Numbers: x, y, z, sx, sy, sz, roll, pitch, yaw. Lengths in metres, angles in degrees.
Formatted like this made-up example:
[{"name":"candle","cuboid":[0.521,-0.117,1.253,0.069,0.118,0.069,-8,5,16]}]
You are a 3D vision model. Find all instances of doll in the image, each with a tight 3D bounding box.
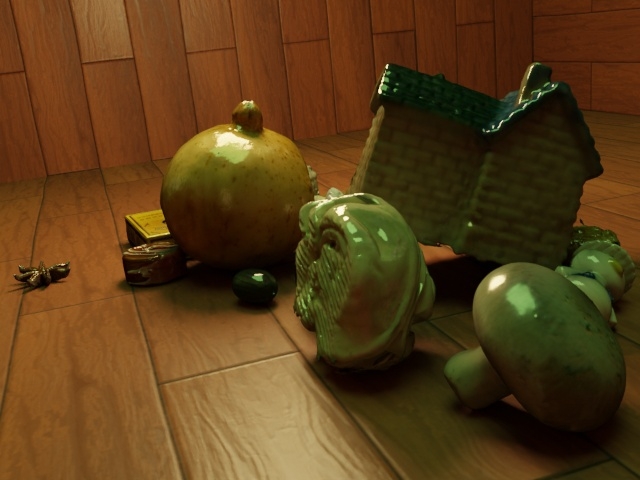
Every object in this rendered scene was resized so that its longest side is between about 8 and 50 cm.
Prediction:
[{"name":"doll","cuboid":[0.482,0.084,1.252,0.138,0.119,0.293,46,36,11]}]

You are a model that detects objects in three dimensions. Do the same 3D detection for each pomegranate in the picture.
[{"name":"pomegranate","cuboid":[-0.192,-0.131,1.684,0.410,0.410,0.410,-5,16,2]}]

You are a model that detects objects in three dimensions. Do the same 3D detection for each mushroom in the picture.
[{"name":"mushroom","cuboid":[0.281,0.160,0.962,0.243,0.243,0.243,-5,16,2]}]

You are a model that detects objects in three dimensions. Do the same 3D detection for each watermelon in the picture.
[{"name":"watermelon","cuboid":[-0.137,0.097,1.488,0.110,0.078,0.078,7,20,35]}]

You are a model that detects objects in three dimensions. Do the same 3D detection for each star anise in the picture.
[{"name":"star anise","cuboid":[-0.699,0.086,1.772,0.141,0.042,0.141,-2,16,1]}]

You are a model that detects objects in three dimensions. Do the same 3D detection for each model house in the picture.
[{"name":"model house","cuboid":[0.306,-0.181,1.471,0.445,0.400,0.395,15,11,-1]}]

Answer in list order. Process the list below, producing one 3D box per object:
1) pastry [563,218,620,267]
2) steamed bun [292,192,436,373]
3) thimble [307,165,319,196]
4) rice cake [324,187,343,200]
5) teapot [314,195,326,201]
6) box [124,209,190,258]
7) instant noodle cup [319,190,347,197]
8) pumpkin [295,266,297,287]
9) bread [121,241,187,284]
[{"name":"pastry","cuboid":[0.564,0.017,1.513,0.153,0.081,0.153,0,25,0]},{"name":"steamed bun","cuboid":[0.088,0.065,1.164,0.207,0.280,0.268,-3,16,-23]},{"name":"thimble","cuboid":[-0.113,-0.145,2.163,0.219,0.150,0.219,-6,16,2]},{"name":"rice cake","cuboid":[0.000,0.000,1.527,0.040,0.226,0.085,18,13,-6]},{"name":"teapot","cuboid":[0.032,-0.053,1.864,0.200,0.107,0.077,18,45,9]},{"name":"box","cuboid":[-0.417,-0.020,1.959,0.193,0.084,0.301,-13,18,-23]},{"name":"instant noodle cup","cuboid":[0.058,-0.085,2.009,0.274,0.091,0.274,-6,16,2]},{"name":"pumpkin","cuboid":[0.064,0.059,1.398,0.238,0.159,0.238,-4,20,2]},{"name":"bread","cuboid":[-0.404,0.056,1.722,0.160,0.073,0.160,-5,13,1]}]
